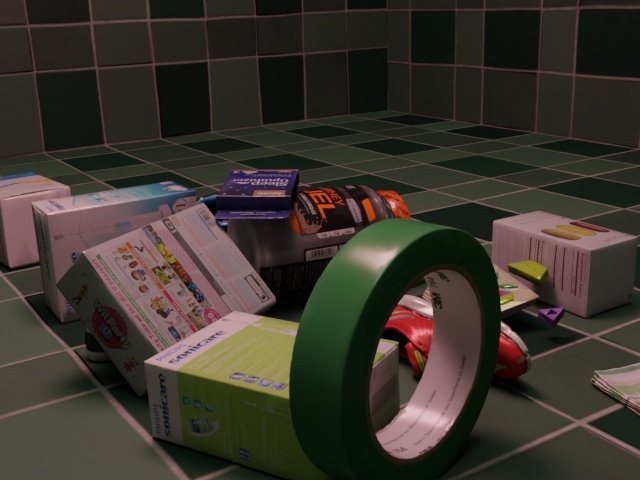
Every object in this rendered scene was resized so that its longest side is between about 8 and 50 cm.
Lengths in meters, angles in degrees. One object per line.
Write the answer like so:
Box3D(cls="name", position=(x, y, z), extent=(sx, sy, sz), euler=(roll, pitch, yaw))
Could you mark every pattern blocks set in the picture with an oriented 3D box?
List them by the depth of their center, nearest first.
Box3D(cls="pattern blocks set", position=(0.287, 0.099, 1.460), extent=(0.285, 0.026, 0.325), euler=(-26, 27, -26))

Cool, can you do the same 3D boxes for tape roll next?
Box3D(cls="tape roll", position=(0.099, 0.137, 0.951), extent=(0.077, 0.321, 0.321), euler=(13, 22, 40))

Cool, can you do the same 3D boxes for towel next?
Box3D(cls="towel", position=(0.480, 0.217, 1.158), extent=(0.113, 0.023, 0.152), euler=(-9, 18, -19))

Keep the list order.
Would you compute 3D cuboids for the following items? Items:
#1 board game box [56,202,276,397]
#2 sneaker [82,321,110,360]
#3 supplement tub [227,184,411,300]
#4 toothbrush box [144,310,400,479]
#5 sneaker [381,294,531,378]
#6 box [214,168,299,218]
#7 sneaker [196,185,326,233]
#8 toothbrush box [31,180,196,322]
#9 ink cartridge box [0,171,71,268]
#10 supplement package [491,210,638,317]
Box3D(cls="board game box", position=(-0.240, 0.085, 1.326), extent=(0.097, 0.224, 0.303), euler=(-42, -7, 32))
Box3D(cls="sneaker", position=(-0.292, 0.127, 1.372), extent=(0.217, 0.121, 0.079), euler=(-10, 20, -25))
Box3D(cls="supplement tub", position=(0.000, 0.000, 1.615), extent=(0.338, 0.207, 0.207), euler=(-9, 18, -23))
Box3D(cls="toothbrush box", position=(-0.061, 0.202, 1.096), extent=(0.283, 0.122, 0.206), euler=(9, 20, 29))
Box3D(cls="sneaker", position=(0.193, 0.174, 1.258), extent=(0.279, 0.107, 0.118), euler=(10, 39, 44))
Box3D(cls="box", position=(-0.116, -0.091, 1.516), extent=(0.136, 0.036, 0.225), euler=(0, 21, 3))
Box3D(cls="sneaker", position=(-0.114, -0.055, 1.713), extent=(0.341, 0.125, 0.139), euler=(-9, -14, -11))
Box3D(cls="toothbrush box", position=(-0.395, 0.015, 1.594), extent=(0.295, 0.216, 0.126), euler=(-13, 20, -30))
Box3D(cls="ink cartridge box", position=(-0.711, -0.052, 1.926), extent=(0.168, 0.171, 0.232), euler=(-16, 21, -38))
Box3D(cls="supplement package", position=(0.465, 0.039, 1.561), extent=(0.139, 0.134, 0.244), euler=(-12, 20, -31))
